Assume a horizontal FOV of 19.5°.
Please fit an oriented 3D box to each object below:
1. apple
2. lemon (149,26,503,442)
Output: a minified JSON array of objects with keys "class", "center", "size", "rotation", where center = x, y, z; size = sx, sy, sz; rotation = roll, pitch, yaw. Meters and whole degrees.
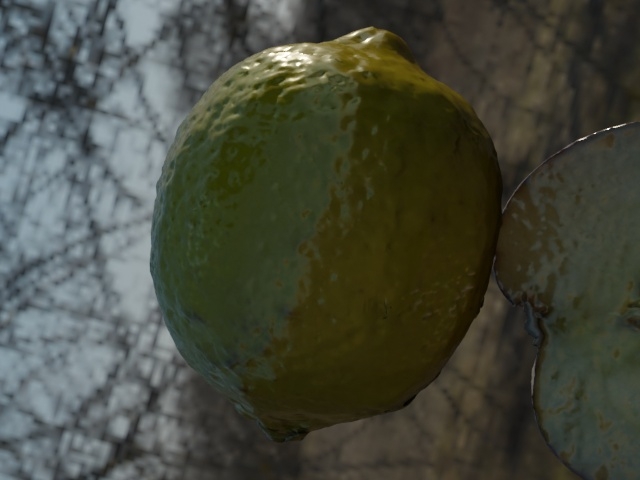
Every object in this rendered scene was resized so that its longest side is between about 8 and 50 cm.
[{"class":"apple","center":[0.275,0.063,1.475],"size":[0.163,0.251,0.293],"rotation":[30,-125,-74]},{"class":"lemon","center":[0.000,0.000,1.326],"size":[0.253,0.253,0.310],"rotation":[-71,-2,-79]}]
